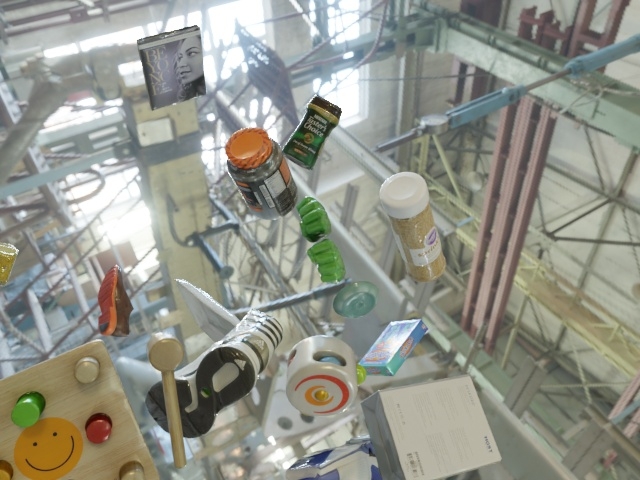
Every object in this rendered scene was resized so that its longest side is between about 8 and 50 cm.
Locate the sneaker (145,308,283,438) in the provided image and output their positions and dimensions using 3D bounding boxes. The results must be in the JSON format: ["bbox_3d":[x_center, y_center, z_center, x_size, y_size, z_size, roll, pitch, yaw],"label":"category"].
[{"bbox_3d":[-0.244,0.331,1.391,0.447,0.257,0.169,-37,-88,35],"label":"sneaker"}]

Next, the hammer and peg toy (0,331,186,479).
[{"bbox_3d":[-0.360,0.302,0.852,0.127,0.361,0.266,-11,-80,68],"label":"hammer and peg toy"}]

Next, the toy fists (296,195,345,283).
[{"bbox_3d":[0.000,0.000,1.657,0.142,0.096,0.280,67,6,-76],"label":"toy fists"}]

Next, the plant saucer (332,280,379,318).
[{"bbox_3d":[0.089,0.149,1.319,0.021,0.119,0.120,-115,-165,-48],"label":"plant saucer"}]

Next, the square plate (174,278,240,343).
[{"bbox_3d":[-0.370,0.313,2.026,0.347,0.049,0.344,31,-30,30],"label":"square plate"}]

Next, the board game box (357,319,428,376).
[{"bbox_3d":[0.232,0.346,1.770,0.047,0.210,0.160,51,-32,-12],"label":"board game box"}]

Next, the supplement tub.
[{"bbox_3d":[-0.214,-0.242,2.001,0.207,0.207,0.338,51,-9,33],"label":"supplement tub"}]

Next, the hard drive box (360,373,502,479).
[{"bbox_3d":[0.220,0.382,1.098,0.089,0.232,0.181,-54,-135,51],"label":"hard drive box"}]

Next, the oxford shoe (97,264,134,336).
[{"bbox_3d":[-0.701,0.211,1.888,0.096,0.098,0.272,-31,-128,29],"label":"oxford shoe"}]

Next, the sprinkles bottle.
[{"bbox_3d":[0.259,-0.027,1.496,0.121,0.121,0.355,46,-10,41],"label":"sprinkles bottle"}]

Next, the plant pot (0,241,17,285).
[{"bbox_3d":[-0.608,0.042,1.012,0.083,0.081,0.081,9,-100,45],"label":"plant pot"}]

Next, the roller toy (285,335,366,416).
[{"bbox_3d":[0.001,0.366,1.455,0.191,0.209,0.146,55,18,-27],"label":"roller toy"}]

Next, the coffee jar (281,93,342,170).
[{"bbox_3d":[-0.019,-0.284,1.436,0.096,0.185,0.079,28,-2,3],"label":"coffee jar"}]

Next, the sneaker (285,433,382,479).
[{"bbox_3d":[0.076,0.544,1.209,0.127,0.315,0.183,-22,-107,35],"label":"sneaker"}]

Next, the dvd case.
[{"bbox_3d":[-0.387,-0.454,1.452,0.018,0.164,0.221,55,-24,28],"label":"dvd case"}]
